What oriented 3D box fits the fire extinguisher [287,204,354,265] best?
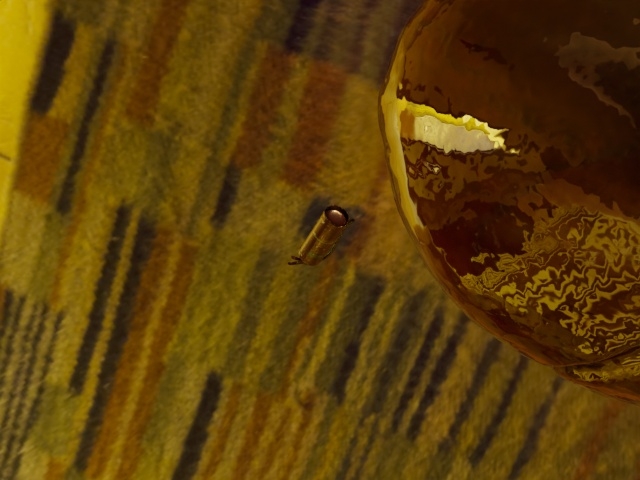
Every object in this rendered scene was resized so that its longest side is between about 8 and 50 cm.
[{"bbox_3d":[0.000,0.000,1.347,0.132,0.056,0.039,124,144,-51],"label":"fire extinguisher"}]

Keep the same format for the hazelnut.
[{"bbox_3d":[0.143,-0.033,0.402,0.229,0.229,0.229,4,103,19],"label":"hazelnut"}]
